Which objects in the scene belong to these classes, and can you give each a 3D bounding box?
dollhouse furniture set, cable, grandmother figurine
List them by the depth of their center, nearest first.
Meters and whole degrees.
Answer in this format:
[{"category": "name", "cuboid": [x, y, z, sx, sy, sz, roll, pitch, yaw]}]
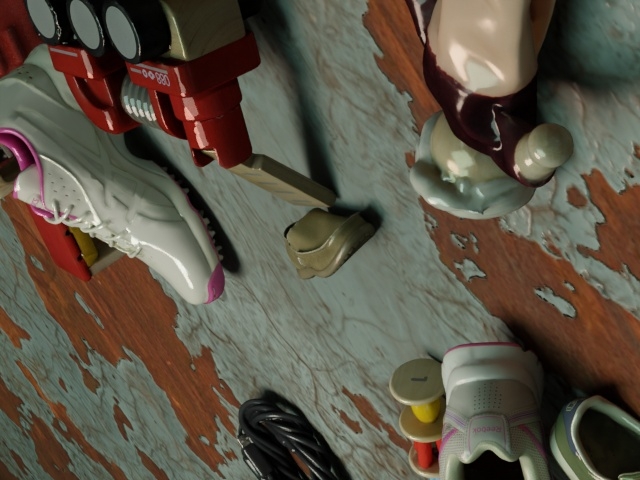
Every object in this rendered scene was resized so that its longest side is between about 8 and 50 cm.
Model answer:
[{"category": "grandmother figurine", "cuboid": [0.107, -0.121, 1.259, 0.342, 0.104, 0.208, 87, 168, -58]}, {"category": "dollhouse furniture set", "cuboid": [-0.366, -0.123, 2.093, 0.201, 0.152, 0.374, 28, 147, 46]}, {"category": "cable", "cuboid": [-0.020, 0.245, 2.118, 0.184, 0.047, 0.150, 52, 153, 8]}]

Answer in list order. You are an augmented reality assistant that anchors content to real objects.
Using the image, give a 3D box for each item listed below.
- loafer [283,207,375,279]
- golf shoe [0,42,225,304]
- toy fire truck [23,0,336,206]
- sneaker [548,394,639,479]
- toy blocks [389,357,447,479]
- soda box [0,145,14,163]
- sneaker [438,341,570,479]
[{"category": "loafer", "cuboid": [0.000, 0.000, 1.687, 0.050, 0.056, 0.148, 48, 158, -5]}, {"category": "golf shoe", "cuboid": [-0.221, -0.043, 1.949, 0.306, 0.140, 0.115, 51, 156, 1]}, {"category": "toy fire truck", "cuboid": [-0.106, -0.119, 1.639, 0.217, 0.158, 0.246, 19, 130, 54]}, {"category": "sneaker", "cuboid": [0.244, 0.192, 1.480, 0.192, 0.064, 0.086, 49, 163, 18]}, {"category": "toy blocks", "cuboid": [0.121, 0.186, 1.729, 0.123, 0.054, 0.148, 33, 151, 40]}, {"category": "soda box", "cuboid": [-0.416, -0.090, 2.372, 0.060, 0.053, 0.169, 56, 158, -10]}, {"category": "sneaker", "cuboid": [0.142, 0.203, 1.592, 0.103, 0.111, 0.252, -6, 130, 17]}]
